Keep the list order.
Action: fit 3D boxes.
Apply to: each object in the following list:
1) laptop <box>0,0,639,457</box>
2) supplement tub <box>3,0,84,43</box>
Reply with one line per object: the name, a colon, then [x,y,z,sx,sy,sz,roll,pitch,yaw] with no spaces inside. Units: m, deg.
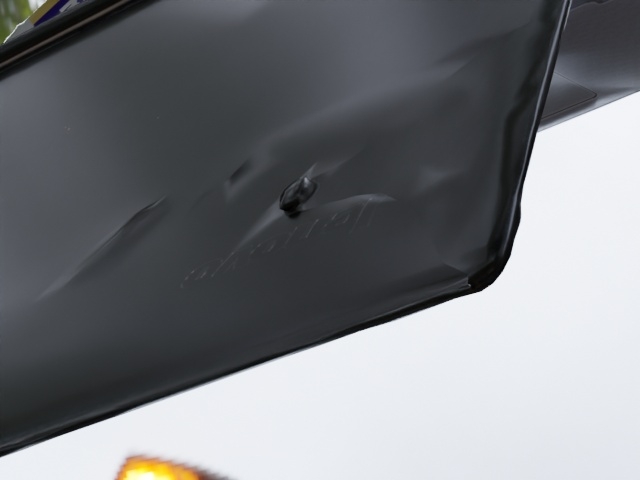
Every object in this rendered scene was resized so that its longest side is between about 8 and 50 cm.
laptop: [0.000,0.000,0.760,0.382,0.236,0.408,-21,-24,33]
supplement tub: [-0.044,-0.096,1.173,0.331,0.241,0.241,-44,-56,-2]
